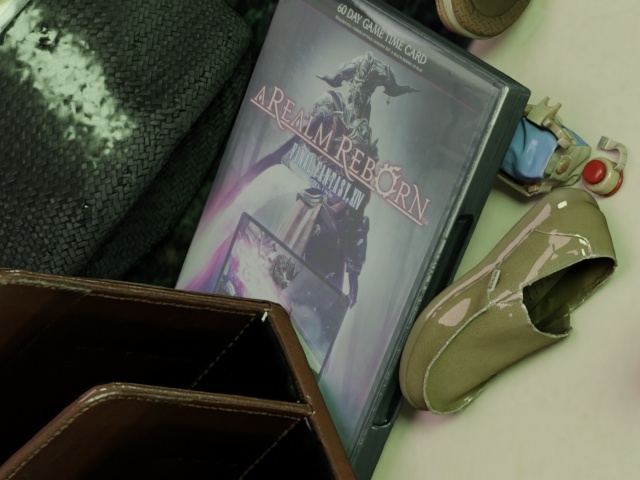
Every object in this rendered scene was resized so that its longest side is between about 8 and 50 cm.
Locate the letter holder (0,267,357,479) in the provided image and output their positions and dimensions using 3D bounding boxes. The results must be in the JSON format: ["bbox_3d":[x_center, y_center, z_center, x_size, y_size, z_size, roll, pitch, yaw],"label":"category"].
[{"bbox_3d":[-0.159,0.170,0.928,0.302,0.214,0.152,-48,49,31],"label":"letter holder"}]

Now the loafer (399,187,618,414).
[{"bbox_3d":[0.098,0.038,0.878,0.148,0.056,0.050,-53,41,15],"label":"loafer"}]

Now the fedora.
[{"bbox_3d":[-0.151,-0.073,1.053,0.152,0.334,0.334,35,102,8],"label":"fedora"}]

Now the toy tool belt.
[{"bbox_3d":[0.116,-0.049,0.895,0.083,0.051,0.052,32,97,44],"label":"toy tool belt"}]

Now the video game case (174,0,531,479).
[{"bbox_3d":[0.000,0.000,0.963,0.196,0.026,0.274,39,116,43],"label":"video game case"}]

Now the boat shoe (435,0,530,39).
[{"bbox_3d":[0.093,-0.197,0.969,0.072,0.068,0.190,-13,56,52],"label":"boat shoe"}]
